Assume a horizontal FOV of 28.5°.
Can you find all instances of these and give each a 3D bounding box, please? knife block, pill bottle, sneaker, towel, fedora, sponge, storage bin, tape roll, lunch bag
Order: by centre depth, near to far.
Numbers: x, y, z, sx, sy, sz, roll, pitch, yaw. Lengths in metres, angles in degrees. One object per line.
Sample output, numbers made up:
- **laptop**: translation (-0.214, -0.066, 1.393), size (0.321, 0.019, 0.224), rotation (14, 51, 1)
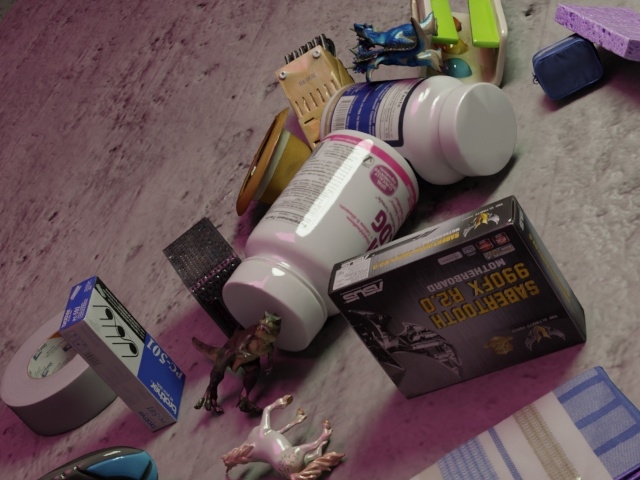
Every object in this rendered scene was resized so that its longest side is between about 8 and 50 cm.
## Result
- **towel**: translation (0.194, 0.245, 1.244), size (0.285, 0.034, 0.209), rotation (-33, 22, 3)
- **sneaker**: translation (-0.362, 0.349, 1.608), size (0.341, 0.125, 0.139), rotation (-32, 24, 4)
- **pill bottle**: translation (0.000, 0.000, 1.689), size (0.160, 0.160, 0.283), rotation (0, 46, 47)
- **sponge**: translation (0.417, -0.284, 1.723), size (0.117, 0.031, 0.210), rotation (1, 23, -18)
- **lunch bag**: translation (0.343, -0.244, 1.771), size (0.098, 0.067, 0.065), rotation (-24, 15, 16)
- **pill bottle**: translation (0.136, -0.153, 1.775), size (0.264, 0.153, 0.153), rotation (4, 48, 49)
- **storage bin**: translation (-0.142, 0.056, 1.798), size (0.084, 0.122, 0.180), rotation (-39, 29, -4)
- **tape roll**: translation (-0.376, 0.189, 1.909), size (0.219, 0.072, 0.219), rotation (-26, 31, 17)
- **fedora**: translation (-0.065, -0.112, 1.974), size (0.194, 0.079, 0.194), rotation (-63, 8, 15)
- **knife block**: translation (0.027, -0.217, 2.081), size (0.088, 0.242, 0.276), rotation (-30, 74, 13)

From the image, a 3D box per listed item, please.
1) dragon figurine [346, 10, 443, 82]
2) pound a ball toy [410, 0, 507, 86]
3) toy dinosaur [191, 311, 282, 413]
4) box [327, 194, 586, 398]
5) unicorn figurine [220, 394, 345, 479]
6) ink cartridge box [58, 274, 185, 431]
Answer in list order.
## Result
- **dragon figurine**: translation (0.095, -0.269, 1.772), size (0.144, 0.085, 0.289), rotation (-8, 10, 9)
- **pound a ball toy**: translation (0.172, -0.348, 2.007), size (0.208, 0.136, 0.319), rotation (4, 34, -3)
- **toy dinosaur**: translation (-0.113, 0.166, 1.650), size (0.268, 0.064, 0.118), rotation (-23, 54, 58)
- **box**: translation (0.152, 0.068, 1.404), size (0.231, 0.183, 0.056), rotation (-21, 31, 24)
- **unicorn figurine**: translation (-0.052, 0.243, 1.493), size (0.111, 0.060, 0.162), rotation (-45, 30, -17)
- **ink cartridge box**: translation (-0.264, 0.153, 1.699), size (0.046, 0.207, 0.097), rotation (-26, 30, 19)
